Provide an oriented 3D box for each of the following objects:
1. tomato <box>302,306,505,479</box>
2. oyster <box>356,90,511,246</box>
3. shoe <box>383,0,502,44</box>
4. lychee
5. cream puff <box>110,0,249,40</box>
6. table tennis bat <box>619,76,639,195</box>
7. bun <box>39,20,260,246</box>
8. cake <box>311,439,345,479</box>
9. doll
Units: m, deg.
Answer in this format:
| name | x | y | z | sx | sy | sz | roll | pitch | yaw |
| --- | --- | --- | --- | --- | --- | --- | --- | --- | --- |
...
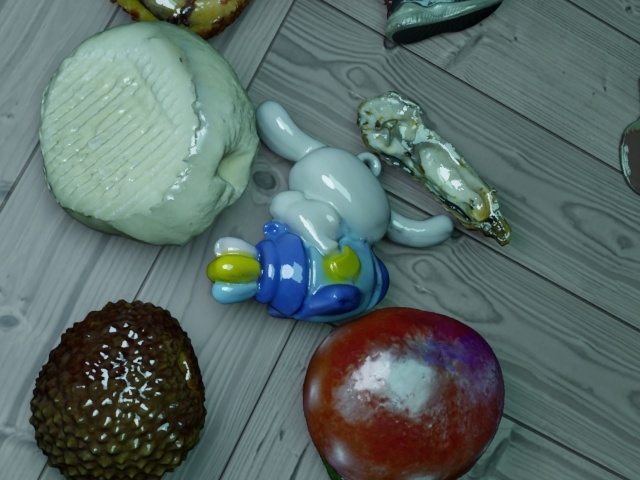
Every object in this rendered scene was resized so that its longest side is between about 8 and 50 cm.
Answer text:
| name | x | y | z | sx | sy | sz | roll | pitch | yaw |
| --- | --- | --- | --- | --- | --- | --- | --- | --- | --- |
| tomato | 0.148 | 0.237 | 1.636 | 0.335 | 0.176 | 0.289 | 8 | 61 | -9 |
| oyster | 0.191 | -0.113 | 1.788 | 0.345 | 0.078 | 0.129 | 45 | 52 | 4 |
| shoe | 0.206 | -0.421 | 1.847 | 0.228 | 0.099 | 0.112 | -19 | 78 | -16 |
| lychee | -0.297 | 0.228 | 1.529 | 0.268 | 0.267 | 0.267 | 2 | 80 | -14 |
| cream puff | -0.226 | -0.427 | 1.700 | 0.240 | 0.164 | 0.240 | 4 | 81 | -26 |
| table tennis bat | 0.609 | -0.191 | 1.946 | 0.131 | 0.022 | 0.234 | 0 | 82 | -14 |
| bun | -0.247 | -0.156 | 1.595 | 0.360 | 0.211 | 0.359 | -5 | 80 | 27 |
| cake | 0.059 | 0.364 | 1.704 | 0.100 | 0.099 | 0.235 | -24 | 66 | -16 |
| doll | -0.001 | 0.004 | 1.688 | 0.376 | 0.187 | 0.365 | 26 | 64 | 3 |
